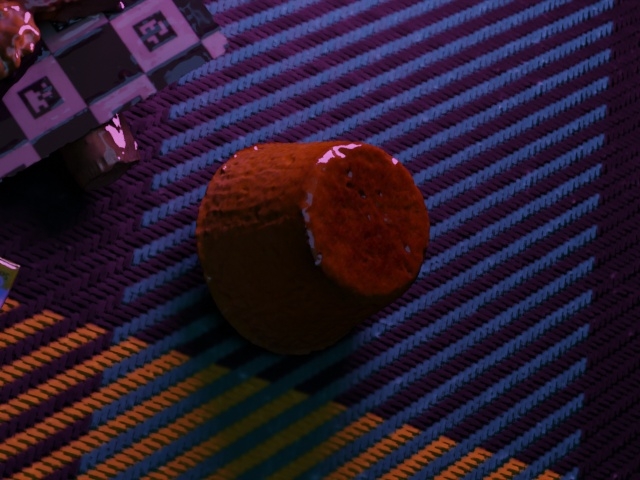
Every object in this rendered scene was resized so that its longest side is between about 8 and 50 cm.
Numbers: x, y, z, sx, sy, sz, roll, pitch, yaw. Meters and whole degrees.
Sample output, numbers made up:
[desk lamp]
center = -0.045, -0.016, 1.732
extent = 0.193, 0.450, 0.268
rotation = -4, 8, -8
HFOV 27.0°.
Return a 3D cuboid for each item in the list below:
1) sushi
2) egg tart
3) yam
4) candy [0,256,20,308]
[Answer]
[sushi]
center = -0.318, -0.247, 1.218
extent = 0.343, 0.064, 0.359
rotation = -33, 82, -15
[egg tart]
center = 0.000, 0.000, 1.274
extent = 0.215, 0.170, 0.215
rotation = 7, 78, -35
[yam]
center = -0.275, -0.222, 1.289
extent = 0.083, 0.083, 0.372
rotation = -17, 78, -31
[candy]
center = -0.340, 0.089, 1.134
extent = 0.097, 0.062, 0.195
rotation = 28, 60, -14
